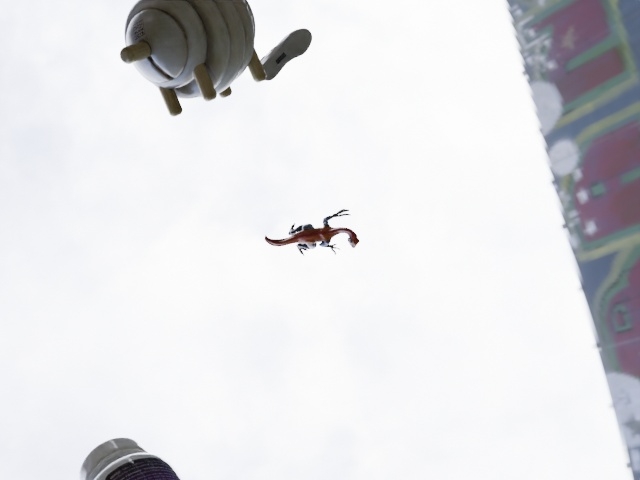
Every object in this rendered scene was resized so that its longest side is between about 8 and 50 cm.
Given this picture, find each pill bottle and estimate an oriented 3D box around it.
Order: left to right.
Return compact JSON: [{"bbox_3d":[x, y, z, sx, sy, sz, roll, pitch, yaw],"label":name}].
[{"bbox_3d":[-0.175,0.284,1.249,0.108,0.193,0.108,-15,-58,-26],"label":"pill bottle"}]

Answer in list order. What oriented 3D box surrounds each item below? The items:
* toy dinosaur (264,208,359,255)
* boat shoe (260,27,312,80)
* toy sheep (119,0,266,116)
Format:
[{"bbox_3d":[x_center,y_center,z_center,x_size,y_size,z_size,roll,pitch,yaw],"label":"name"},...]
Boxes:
[{"bbox_3d":[0.000,0.000,1.359,0.090,0.082,0.047,-23,-80,-35],"label":"toy dinosaur"},{"bbox_3d":[-0.054,-0.254,1.670,0.100,0.035,0.035,-48,-59,-17],"label":"boat shoe"},{"bbox_3d":[-0.087,-0.134,0.826,0.091,0.091,0.132,60,-148,-2],"label":"toy sheep"}]
